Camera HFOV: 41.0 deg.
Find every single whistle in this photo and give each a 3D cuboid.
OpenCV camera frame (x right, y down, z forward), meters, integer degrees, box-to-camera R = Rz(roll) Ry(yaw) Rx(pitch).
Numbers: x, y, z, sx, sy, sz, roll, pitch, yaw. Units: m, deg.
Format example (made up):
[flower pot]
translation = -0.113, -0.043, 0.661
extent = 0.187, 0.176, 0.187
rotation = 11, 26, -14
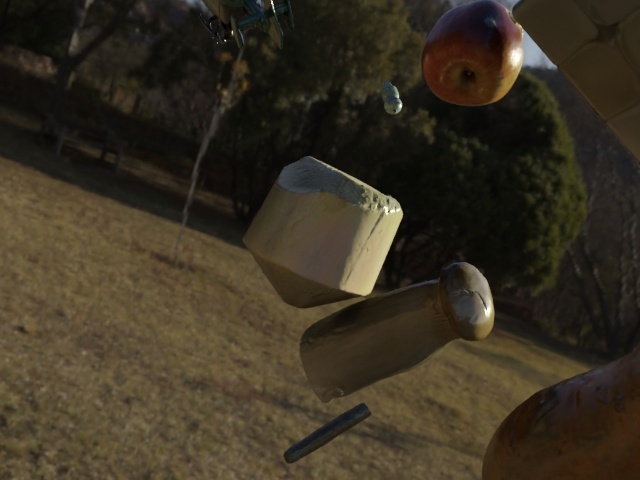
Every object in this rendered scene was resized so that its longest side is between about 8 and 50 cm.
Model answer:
[whistle]
translation = 0.136, -0.277, 1.656
extent = 0.035, 0.035, 0.100
rotation = 16, 39, -22

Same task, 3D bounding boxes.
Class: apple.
[apple]
translation = 0.267, -0.327, 1.483
extent = 0.199, 0.199, 0.199
rotation = 18, 6, -2

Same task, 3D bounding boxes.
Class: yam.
[yam]
translation = 0.008, 0.226, 1.002
extent = 0.021, 0.116, 0.021
rotation = 57, -12, 19

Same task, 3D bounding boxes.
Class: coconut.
[coconut]
translation = 0.000, 0.000, 1.459
extent = 0.239, 0.244, 0.239
rotation = 27, 5, -3

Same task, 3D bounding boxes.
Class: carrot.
[carrot]
translation = 0.370, 0.271, 1.088
extent = 0.224, 0.340, 0.224
rotation = 24, 45, -27

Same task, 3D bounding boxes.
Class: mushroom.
[mushroom]
translation = 0.105, 0.160, 1.437
extent = 0.407, 0.138, 0.154
rotation = -28, 7, 42

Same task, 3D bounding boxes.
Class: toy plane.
[toy plane]
translation = -0.136, -0.395, 1.382
extent = 0.106, 0.155, 0.382
rotation = -24, 43, -11

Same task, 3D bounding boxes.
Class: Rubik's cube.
[Rubik's cube]
translation = 0.557, -0.361, 1.218
extent = 0.347, 0.344, 0.346
rotation = 51, -27, -3
